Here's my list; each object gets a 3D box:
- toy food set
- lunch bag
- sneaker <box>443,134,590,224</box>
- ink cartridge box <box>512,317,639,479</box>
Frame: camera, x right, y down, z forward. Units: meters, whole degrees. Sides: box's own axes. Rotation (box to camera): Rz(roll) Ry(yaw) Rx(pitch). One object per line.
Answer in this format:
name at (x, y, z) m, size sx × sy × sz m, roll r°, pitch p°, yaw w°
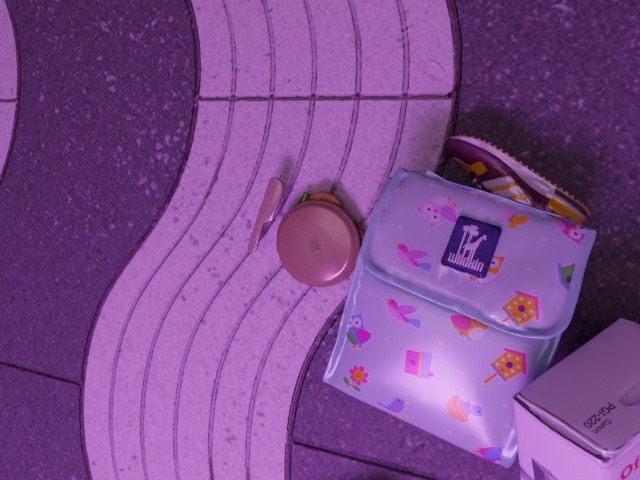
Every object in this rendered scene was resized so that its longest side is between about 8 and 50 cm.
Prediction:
toy food set at (0.000, 0.000, 0.657) m, size 0.192 × 0.038 × 0.132 m, roll 27°, pitch 106°, yaw 13°
lunch bag at (0.147, 0.069, 0.522) m, size 0.223 × 0.160 × 0.262 m, roll 21°, pitch 106°, yaw 20°
sneaker at (0.213, -0.053, 0.557) m, size 0.185 × 0.069 × 0.084 m, roll 37°, pitch 101°, yaw 19°
ink cartridge box at (0.273, 0.207, 0.438) m, size 0.092 × 0.158 × 0.218 m, roll 32°, pitch 142°, yaw 56°
